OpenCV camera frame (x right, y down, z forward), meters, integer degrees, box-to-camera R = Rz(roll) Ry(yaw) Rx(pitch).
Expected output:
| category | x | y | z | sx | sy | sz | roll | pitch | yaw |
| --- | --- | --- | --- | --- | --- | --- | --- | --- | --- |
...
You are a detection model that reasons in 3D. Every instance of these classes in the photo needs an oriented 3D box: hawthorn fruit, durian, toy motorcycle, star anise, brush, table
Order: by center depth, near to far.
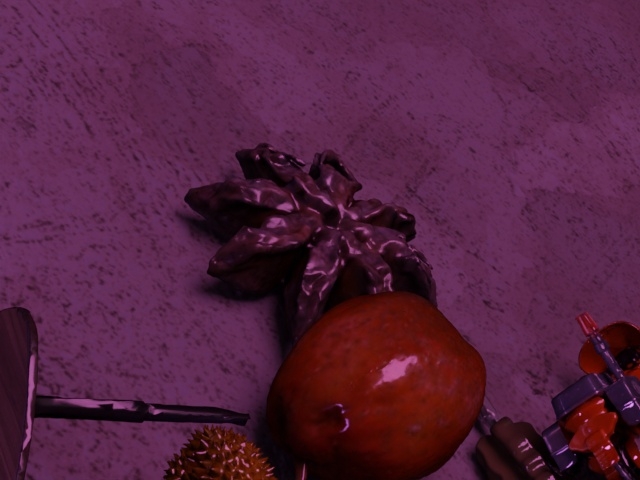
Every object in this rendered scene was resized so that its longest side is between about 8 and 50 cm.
| category | x | y | z | sx | sy | sz | roll | pitch | yaw |
| --- | --- | --- | --- | --- | --- | --- | --- | --- | --- |
| table | -0.216 | 0.230 | 1.704 | 0.249 | 0.317 | 0.317 | 19 | 40 | -33 |
| durian | -0.102 | 0.272 | 1.866 | 0.137 | 0.158 | 0.168 | -4 | 53 | -20 |
| hawthorn fruit | 0.044 | 0.176 | 2.049 | 0.210 | 0.210 | 0.262 | 44 | 51 | 11 |
| brush | 0.196 | 0.209 | 2.235 | 0.084 | 0.071 | 0.301 | 14 | 32 | -48 |
| toy motorcycle | 0.360 | 0.195 | 2.248 | 0.221 | 0.148 | 0.326 | 57 | 23 | 19 |
| star anise | -0.001 | 0.001 | 2.254 | 0.332 | 0.117 | 0.331 | 18 | 38 | -14 |
